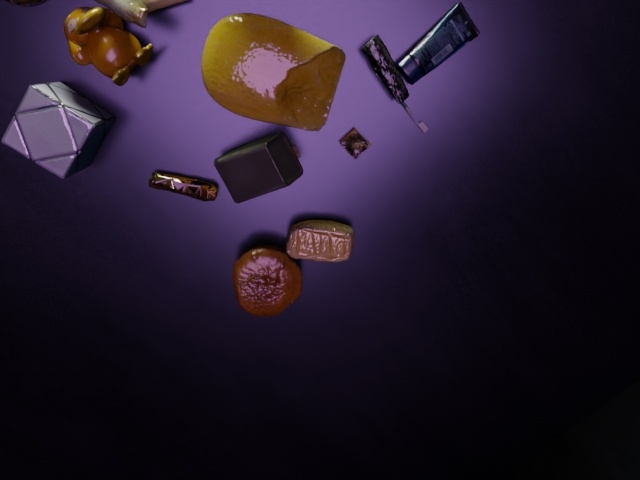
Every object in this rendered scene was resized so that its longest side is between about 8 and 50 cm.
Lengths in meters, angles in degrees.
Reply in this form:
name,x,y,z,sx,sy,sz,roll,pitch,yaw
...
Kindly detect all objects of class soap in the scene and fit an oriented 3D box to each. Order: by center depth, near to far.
name,x,y,z,sx,sy,sz,roll,pitch,yaw
soap,-0.152,-0.518,1.564,0.428,0.115,0.305,14,112,-8

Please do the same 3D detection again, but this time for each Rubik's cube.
name,x,y,z,sx,sy,sz,roll,pitch,yaw
Rubik's cube,-0.793,-0.340,1.548,0.207,0.205,0.205,35,105,-13

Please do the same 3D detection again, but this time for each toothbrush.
name,x,y,z,sx,sy,sz,roll,pitch,yaw
toothbrush,0.269,-0.451,1.660,0.024,0.018,0.257,-43,107,9

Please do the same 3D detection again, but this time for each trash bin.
name,x,y,z,sx,sy,sz,roll,pitch,yaw
trash bin,-0.195,-0.232,1.600,0.241,0.122,0.164,-12,114,42

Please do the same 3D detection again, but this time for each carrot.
name,x,y,z,sx,sy,sz,roll,pitch,yaw
carrot,-0.462,-0.181,1.699,0.229,0.069,0.068,13,109,-6

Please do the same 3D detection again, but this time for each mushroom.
name,x,y,z,sx,sy,sz,roll,pitch,yaw
mushroom,-0.587,-0.693,1.420,0.333,0.107,0.087,36,125,14

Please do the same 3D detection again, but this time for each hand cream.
name,x,y,z,sx,sy,sz,roll,pitch,yaw
hand cream,0.367,-0.610,1.591,0.271,0.061,0.120,-40,109,6

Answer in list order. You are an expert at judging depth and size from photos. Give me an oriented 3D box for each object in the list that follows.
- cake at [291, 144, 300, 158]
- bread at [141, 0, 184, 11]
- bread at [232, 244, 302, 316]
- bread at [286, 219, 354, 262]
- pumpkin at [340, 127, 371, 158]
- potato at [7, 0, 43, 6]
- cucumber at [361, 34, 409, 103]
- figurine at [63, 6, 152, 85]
name,x,y,z,sx,sy,sz,roll,pitch,yaw
cake,-0.130,-0.284,1.697,0.121,0.065,0.052,-26,111,-18
bread,-0.491,-0.752,1.488,0.178,0.060,0.139,-14,109,3
bread,-0.185,0.133,1.789,0.269,0.145,0.268,-2,112,-6
bread,0.000,0.000,1.766,0.237,0.106,0.139,4,111,-4
pumpkin,0.116,-0.319,1.684,0.083,0.054,0.074,41,108,-21
potato,-0.897,-0.846,1.314,0.290,0.296,0.396,8,108,-4
cucumber,0.217,-0.537,1.587,0.062,0.078,0.211,-28,109,37
figurine,-0.634,-0.578,1.488,0.215,0.215,0.228,-35,119,10
